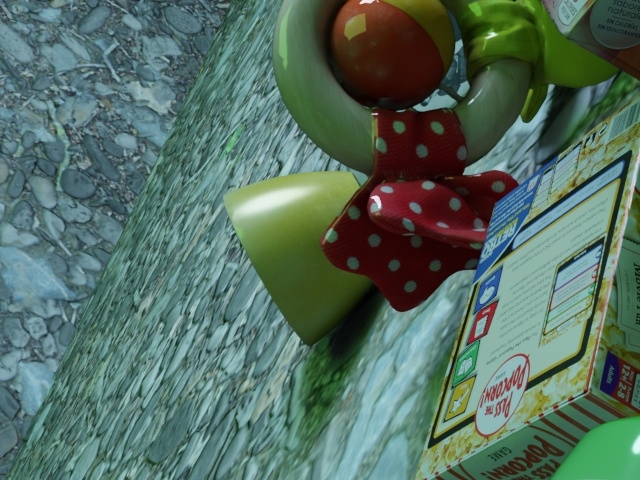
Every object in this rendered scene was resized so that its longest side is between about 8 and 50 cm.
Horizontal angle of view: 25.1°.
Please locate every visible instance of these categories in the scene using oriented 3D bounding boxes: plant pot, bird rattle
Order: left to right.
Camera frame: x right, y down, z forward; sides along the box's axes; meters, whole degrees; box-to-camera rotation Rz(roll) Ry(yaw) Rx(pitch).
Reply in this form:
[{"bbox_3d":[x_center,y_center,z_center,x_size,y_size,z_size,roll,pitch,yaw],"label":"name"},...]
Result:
[{"bbox_3d":[0.000,0.000,1.099,0.095,0.134,0.134,-30,17,3],"label":"plant pot"},{"bbox_3d":[0.064,-0.095,0.907,0.253,0.207,0.143,-52,-7,-10],"label":"bird rattle"}]

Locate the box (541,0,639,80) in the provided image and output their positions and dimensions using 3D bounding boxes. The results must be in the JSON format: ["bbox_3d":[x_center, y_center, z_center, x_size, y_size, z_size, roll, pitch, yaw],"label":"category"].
[{"bbox_3d":[0.172,-0.183,0.725,0.128,0.123,0.257,-52,28,26],"label":"box"}]

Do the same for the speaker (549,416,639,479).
[{"bbox_3d":[0.068,0.199,0.359,0.296,0.131,0.131,-64,14,-22],"label":"speaker"}]

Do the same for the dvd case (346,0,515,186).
[{"bbox_3d":[0.079,-0.161,1.174,0.239,0.030,0.179,-41,49,54],"label":"dvd case"}]

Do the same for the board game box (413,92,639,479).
[{"bbox_3d":[0.122,0.031,0.710,0.147,0.045,0.193,-42,22,52],"label":"board game box"}]
